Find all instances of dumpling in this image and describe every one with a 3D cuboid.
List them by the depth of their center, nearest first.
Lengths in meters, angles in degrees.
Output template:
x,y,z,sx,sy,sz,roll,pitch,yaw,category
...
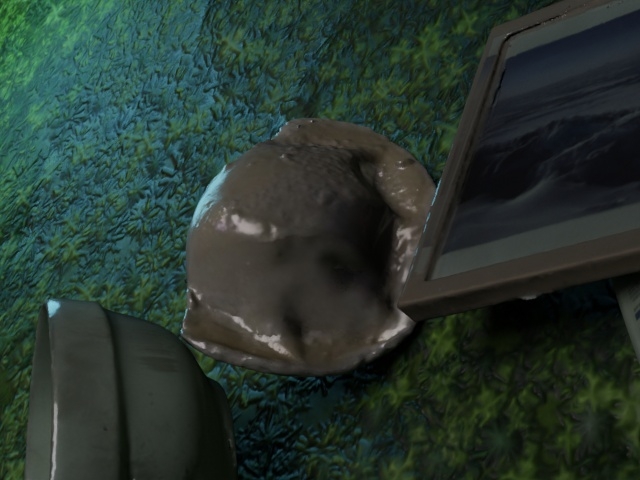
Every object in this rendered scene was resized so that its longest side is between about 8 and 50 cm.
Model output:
x,y,z,sx,sy,sz,roll,pitch,yaw,category
-0.002,-0.001,1.200,0.227,0.175,0.243,10,85,21,dumpling

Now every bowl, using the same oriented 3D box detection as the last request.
x,y,z,sx,sy,sz,roll,pitch,yaw,category
-0.165,0.201,1.154,0.307,0.163,0.307,-179,90,-73,bowl

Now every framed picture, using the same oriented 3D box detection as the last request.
x,y,z,sx,sy,sz,roll,pitch,yaw,category
0.271,-0.109,1.004,0.446,0.028,0.326,-17,39,41,framed picture

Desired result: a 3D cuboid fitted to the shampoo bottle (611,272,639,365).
x,y,z,sx,sy,sz,roll,pitch,yaw,category
0.243,0.039,0.963,0.072,0.049,0.212,-30,42,25,shampoo bottle
